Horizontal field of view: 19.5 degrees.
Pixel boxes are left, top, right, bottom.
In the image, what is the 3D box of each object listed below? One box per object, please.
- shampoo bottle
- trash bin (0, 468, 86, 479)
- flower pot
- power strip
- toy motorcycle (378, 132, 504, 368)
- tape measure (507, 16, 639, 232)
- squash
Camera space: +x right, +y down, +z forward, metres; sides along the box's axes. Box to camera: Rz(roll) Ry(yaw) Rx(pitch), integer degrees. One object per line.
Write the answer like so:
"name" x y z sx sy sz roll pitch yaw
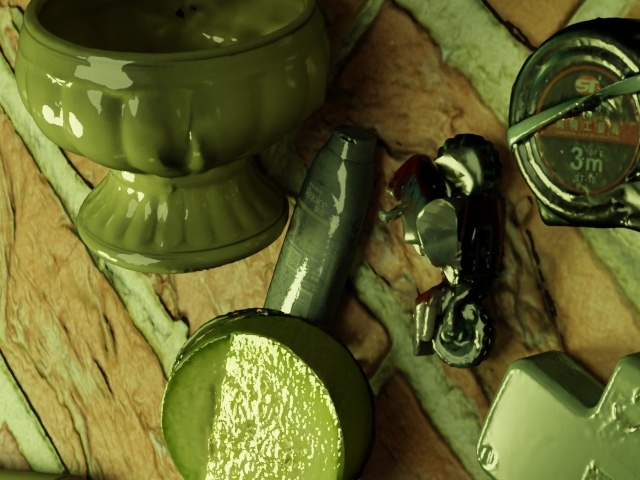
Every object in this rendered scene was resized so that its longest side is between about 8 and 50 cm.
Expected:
"shampoo bottle" 0.000 0.000 1.829 0.087 0.049 0.234 38 118 44
"trash bin" -0.365 0.383 2.183 0.247 0.121 0.243 -6 88 42
"flower pot" -0.139 -0.123 1.811 0.307 0.307 0.244 29 130 41
"power strip" 0.257 0.183 1.565 0.265 0.059 0.194 42 125 36
"toy motorcycle" 0.108 0.009 1.694 0.122 0.082 0.213 4 94 45
"tape measure" 0.246 -0.093 1.531 0.182 0.107 0.181 12 104 45
"squash" -0.062 0.182 1.787 0.220 0.133 0.220 4 105 16
